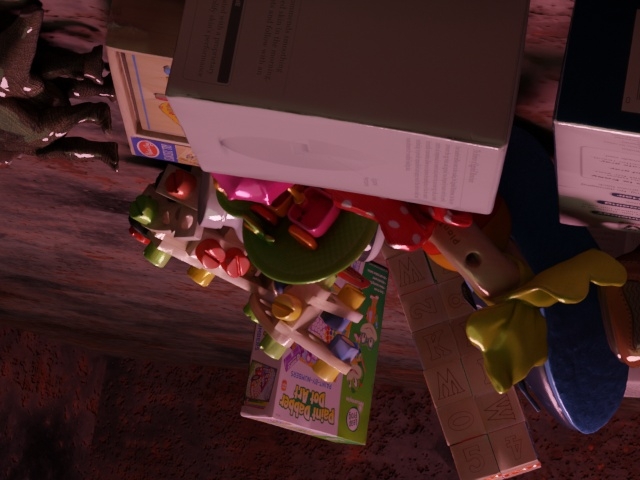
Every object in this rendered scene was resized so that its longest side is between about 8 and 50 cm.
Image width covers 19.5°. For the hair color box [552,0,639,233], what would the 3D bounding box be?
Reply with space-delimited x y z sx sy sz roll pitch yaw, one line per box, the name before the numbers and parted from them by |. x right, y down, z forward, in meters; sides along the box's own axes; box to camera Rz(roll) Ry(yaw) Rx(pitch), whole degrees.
hair color box | 0.266 -0.081 1.376 0.174 0.105 0.347 10 170 9

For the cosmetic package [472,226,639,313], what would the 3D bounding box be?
cosmetic package | 0.263 0.038 1.929 0.151 0.151 0.183 5 169 23

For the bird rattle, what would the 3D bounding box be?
bird rattle | 0.109 -0.004 1.531 0.253 0.143 0.207 37 -169 -14

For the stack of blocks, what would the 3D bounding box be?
stack of blocks | 0.154 0.118 2.045 0.087 0.297 0.171 -19 167 6

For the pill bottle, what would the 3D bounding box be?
pill bottle | -0.028 -0.039 1.887 0.184 0.103 0.103 8 171 -11

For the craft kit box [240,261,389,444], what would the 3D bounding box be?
craft kit box | -0.003 0.129 2.439 0.061 0.247 0.250 5 170 31

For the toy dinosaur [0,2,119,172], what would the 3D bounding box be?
toy dinosaur | -0.263 -0.121 1.643 0.160 0.121 0.313 -4 174 -1

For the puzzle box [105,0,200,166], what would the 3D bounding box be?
puzzle box | -0.043 -0.117 1.637 0.272 0.052 0.409 10 170 0

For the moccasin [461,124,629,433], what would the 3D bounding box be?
moccasin | 0.194 0.026 1.746 0.117 0.137 0.342 10 130 47

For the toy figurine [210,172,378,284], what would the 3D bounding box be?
toy figurine | -0.052 -0.064 1.573 0.173 0.130 0.159 32 170 34

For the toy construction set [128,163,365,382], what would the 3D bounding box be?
toy construction set | -0.095 0.016 2.073 0.328 0.151 0.215 47 -178 -42

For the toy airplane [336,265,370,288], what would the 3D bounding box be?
toy airplane | 0.000 0.000 1.959 0.151 0.151 0.028 12 131 -14

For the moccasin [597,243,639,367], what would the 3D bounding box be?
moccasin | 0.360 0.026 1.683 0.147 0.139 0.380 -11 177 22

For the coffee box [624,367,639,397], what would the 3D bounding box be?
coffee box | 0.371 0.086 2.057 0.119 0.168 0.297 18 166 -41

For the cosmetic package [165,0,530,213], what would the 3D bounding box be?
cosmetic package | 0.026 -0.119 1.304 0.224 0.138 0.224 10 170 4
